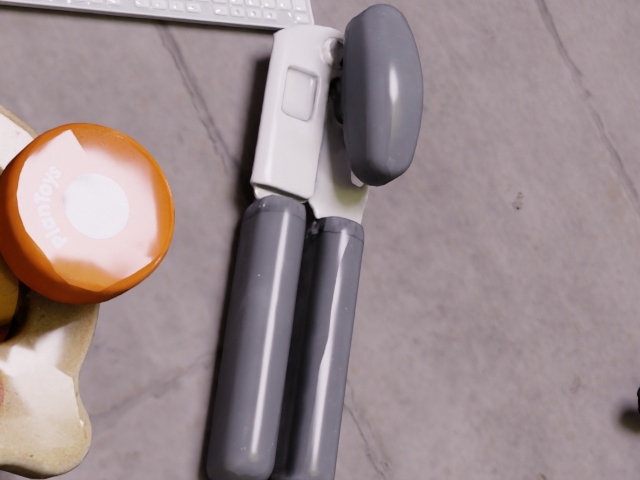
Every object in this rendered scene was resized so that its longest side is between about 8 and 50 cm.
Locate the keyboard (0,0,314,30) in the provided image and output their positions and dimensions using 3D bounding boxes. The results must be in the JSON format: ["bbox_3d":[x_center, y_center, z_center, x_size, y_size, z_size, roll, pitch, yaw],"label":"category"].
[{"bbox_3d":[-0.119,-0.162,1.009,0.256,0.014,0.072,2,74,-32],"label":"keyboard"}]

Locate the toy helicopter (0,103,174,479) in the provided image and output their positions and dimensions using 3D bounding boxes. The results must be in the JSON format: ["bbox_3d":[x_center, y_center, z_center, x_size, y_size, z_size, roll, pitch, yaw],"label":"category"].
[{"bbox_3d":[-0.220,0.086,0.798,0.235,0.140,0.355,20,68,-23],"label":"toy helicopter"}]

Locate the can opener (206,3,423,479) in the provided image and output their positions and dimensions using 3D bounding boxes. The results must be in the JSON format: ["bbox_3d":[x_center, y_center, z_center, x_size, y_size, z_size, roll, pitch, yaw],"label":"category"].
[{"bbox_3d":[0.000,0.000,0.982,0.076,0.095,0.283,18,66,-25],"label":"can opener"}]

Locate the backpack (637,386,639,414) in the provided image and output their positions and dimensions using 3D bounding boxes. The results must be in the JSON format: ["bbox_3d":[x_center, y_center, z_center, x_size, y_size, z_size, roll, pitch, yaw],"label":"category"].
[{"bbox_3d":[0.359,0.175,1.046,0.276,0.263,0.213,18,66,-27],"label":"backpack"}]
